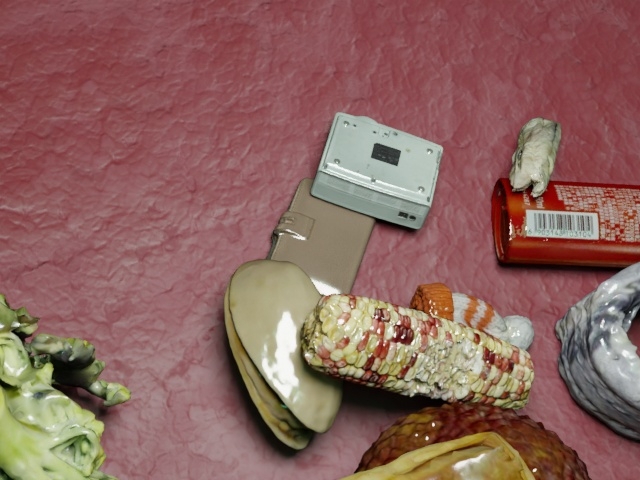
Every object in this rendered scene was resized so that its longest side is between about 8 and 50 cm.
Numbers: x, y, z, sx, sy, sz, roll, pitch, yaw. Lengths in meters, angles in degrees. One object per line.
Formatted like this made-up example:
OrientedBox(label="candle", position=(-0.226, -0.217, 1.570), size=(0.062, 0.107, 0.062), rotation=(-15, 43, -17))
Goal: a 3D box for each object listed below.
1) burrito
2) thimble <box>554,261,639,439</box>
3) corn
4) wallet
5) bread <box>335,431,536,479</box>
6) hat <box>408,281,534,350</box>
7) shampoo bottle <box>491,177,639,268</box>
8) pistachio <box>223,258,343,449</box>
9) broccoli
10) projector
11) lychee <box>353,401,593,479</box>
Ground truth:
OrientedBox(label="burrito", position=(0.273, -0.111, 1.463), size=(0.058, 0.045, 0.188), rotation=(2, 33, 17))
OrientedBox(label="thimble", position=(0.417, 0.127, 1.374), size=(0.245, 0.157, 0.217), rotation=(9, 68, -4))
OrientedBox(label="corn", position=(0.116, 0.130, 1.274), size=(0.290, 0.098, 0.098), rotation=(17, 67, -18))
OrientedBox(label="wallet", position=(0.000, 0.000, 1.426), size=(0.118, 0.039, 0.153), rotation=(23, 65, -1))
OrientedBox(label="bread", position=(0.057, 0.352, 0.992), size=(0.370, 0.191, 0.314), rotation=(-21, 82, -32))
OrientedBox(label="hat", position=(0.186, 0.109, 1.386), size=(0.162, 0.093, 0.112), rotation=(5, 95, -13))
OrientedBox(label="shampoo bottle", position=(0.375, -0.019, 1.465), size=(0.314, 0.076, 0.118), rotation=(2, 56, -8))
OrientedBox(label="pistachio", position=(-0.042, 0.126, 1.323), size=(0.136, 0.136, 0.226), rotation=(-13, 71, -13))
OrientedBox(label="broccoli", position=(-0.371, 0.207, 1.206), size=(0.324, 0.272, 0.334), rotation=(7, 54, -48))
OrientedBox(label="projector", position=(0.074, -0.092, 1.442), size=(0.147, 0.061, 0.115), rotation=(18, 48, -2))
OrientedBox(label="lychee", position=(0.159, 0.289, 1.222), size=(0.260, 0.260, 0.260), rotation=(3, 69, -7))
